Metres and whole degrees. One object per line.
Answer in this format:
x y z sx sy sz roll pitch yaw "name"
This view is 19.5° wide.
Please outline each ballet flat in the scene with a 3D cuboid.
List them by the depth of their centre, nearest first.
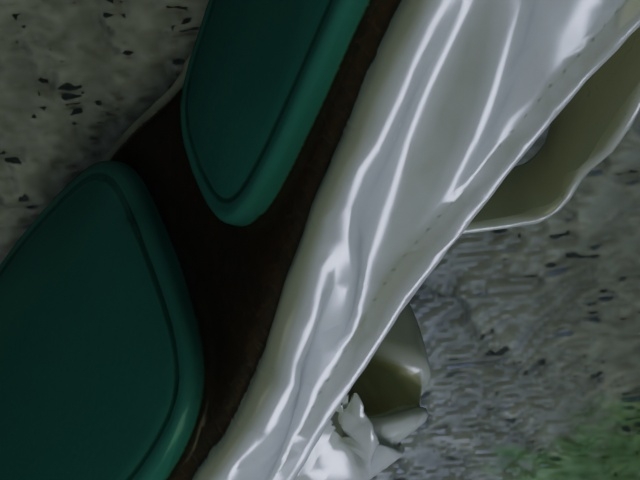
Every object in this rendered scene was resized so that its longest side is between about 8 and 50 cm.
0.000 0.000 0.534 0.139 0.139 0.400 24 126 -12 "ballet flat"
